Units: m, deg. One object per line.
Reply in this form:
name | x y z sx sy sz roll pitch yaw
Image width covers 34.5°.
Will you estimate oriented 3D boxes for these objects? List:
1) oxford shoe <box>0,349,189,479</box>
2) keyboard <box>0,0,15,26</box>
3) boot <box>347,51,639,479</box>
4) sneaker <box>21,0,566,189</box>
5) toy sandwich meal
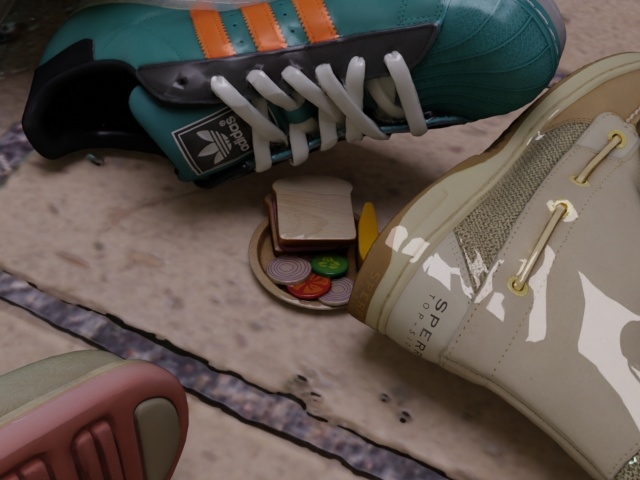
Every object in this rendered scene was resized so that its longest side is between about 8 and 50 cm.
oxford shoe | -0.230 0.130 0.348 0.397 0.140 0.146 -28 50 -31
keyboard | -0.231 -0.186 0.694 0.072 0.014 0.256 7 42 0
boot | 0.168 0.016 0.526 0.203 0.095 0.262 38 49 20
sneaker | -0.025 -0.079 0.557 0.302 0.108 0.121 3 51 26
toy sandwich meal | 0.000 0.000 0.561 0.086 0.029 0.085 4 48 -4
